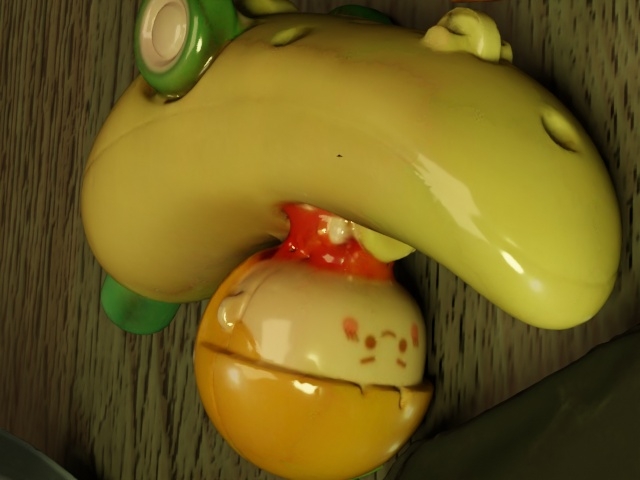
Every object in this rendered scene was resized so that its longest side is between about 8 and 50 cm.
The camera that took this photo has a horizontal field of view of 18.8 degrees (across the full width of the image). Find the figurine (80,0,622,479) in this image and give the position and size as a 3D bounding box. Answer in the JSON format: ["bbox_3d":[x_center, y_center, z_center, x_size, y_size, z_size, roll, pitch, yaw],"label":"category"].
[{"bbox_3d":[0.000,0.000,0.859,0.324,0.124,0.222,16,95,51],"label":"figurine"}]

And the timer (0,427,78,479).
[{"bbox_3d":[-0.207,0.198,0.896,0.395,0.395,0.173,38,110,51],"label":"timer"}]

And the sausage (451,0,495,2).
[{"bbox_3d":[0.113,-0.207,0.761,0.259,0.113,0.113,-54,42,29],"label":"sausage"}]

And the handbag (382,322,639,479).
[{"bbox_3d":[0.127,0.124,0.687,0.332,0.075,0.192,-35,55,47],"label":"handbag"}]
